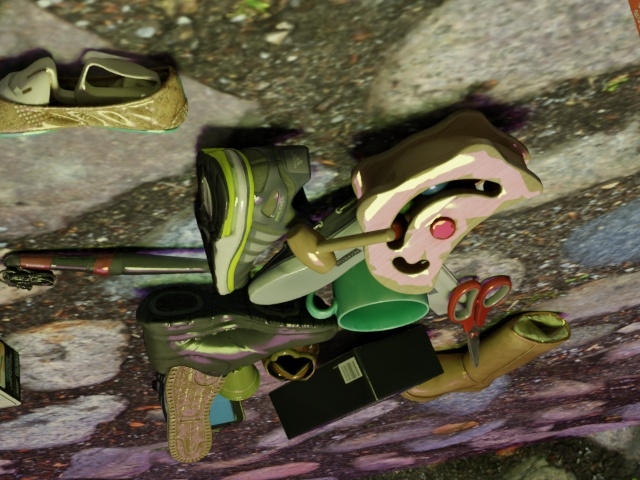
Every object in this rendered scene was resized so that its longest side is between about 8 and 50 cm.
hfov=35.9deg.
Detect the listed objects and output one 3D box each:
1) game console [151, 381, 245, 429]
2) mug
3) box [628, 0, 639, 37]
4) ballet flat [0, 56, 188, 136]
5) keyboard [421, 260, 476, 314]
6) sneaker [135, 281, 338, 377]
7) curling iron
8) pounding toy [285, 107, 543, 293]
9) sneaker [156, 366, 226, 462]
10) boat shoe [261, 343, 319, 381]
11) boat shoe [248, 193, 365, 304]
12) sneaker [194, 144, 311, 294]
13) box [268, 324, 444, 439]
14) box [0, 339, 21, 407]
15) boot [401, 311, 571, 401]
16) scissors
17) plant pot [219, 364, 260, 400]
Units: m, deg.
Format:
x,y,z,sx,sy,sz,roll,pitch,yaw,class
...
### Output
x,y,z,sx,sy,sz,roll,pitch,yaw,class
-0.229,0.306,1.860,0.144,0.085,0.124,-13,157,9,game console
0.071,0.060,1.381,0.158,0.097,0.129,11,151,-37,mug
0.419,-0.211,0.808,0.300,0.154,0.142,0,156,-17,box
-0.223,-0.134,0.886,0.206,0.073,0.067,-5,130,-16,ballet flat
0.187,0.077,1.578,0.072,0.014,0.256,-12,157,19,keyboard
-0.118,0.133,1.426,0.287,0.109,0.130,0,123,-3,sneaker
-0.274,0.033,1.273,0.274,0.035,0.068,-4,161,-11,curling iron
0.113,-0.008,1.072,0.270,0.154,0.154,-27,124,16,pounding toy
-0.227,0.232,1.701,0.099,0.153,0.282,1,125,-16,sneaker
-0.059,0.182,1.608,0.111,0.104,0.307,-12,158,4,boat shoe
0.000,0.000,1.222,0.229,0.076,0.080,-33,149,24,boat shoe
-0.075,-0.021,1.138,0.121,0.111,0.300,-13,163,-13,sneaker
0.062,0.256,1.773,0.184,0.103,0.261,-16,168,-44,box
-0.569,0.179,1.438,0.169,0.087,0.290,-9,157,0,box
0.295,0.212,1.847,0.236,0.089,0.269,-4,156,-29,boot
0.248,0.150,1.669,0.109,0.021,0.297,-15,147,-17,scissors
-0.149,0.225,1.725,0.083,0.083,0.079,-7,145,-4,plant pot
